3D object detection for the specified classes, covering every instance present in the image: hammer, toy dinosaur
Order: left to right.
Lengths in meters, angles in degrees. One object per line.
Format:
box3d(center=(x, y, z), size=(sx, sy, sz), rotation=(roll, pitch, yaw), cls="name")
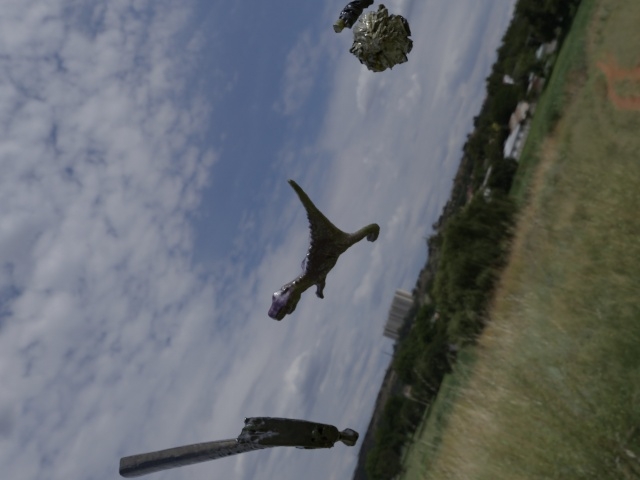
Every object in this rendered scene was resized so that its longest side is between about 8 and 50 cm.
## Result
box3d(center=(-0.107, 0.215, 0.651), size=(0.125, 0.297, 0.027), rotation=(26, -127, -43), cls="hammer")
box3d(center=(0.003, 0.003, 0.970), size=(0.200, 0.072, 0.251), rotation=(-24, -31, -45), cls="toy dinosaur")

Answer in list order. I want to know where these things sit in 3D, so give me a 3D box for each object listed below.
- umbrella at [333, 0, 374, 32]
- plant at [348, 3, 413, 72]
box3d(center=(0.073, -0.458, 1.259), size=(0.144, 0.037, 0.040), rotation=(-53, 17, -23), cls="umbrella")
box3d(center=(0.102, -0.342, 1.051), size=(0.116, 0.105, 0.121), rotation=(-47, 35, 50), cls="plant")
